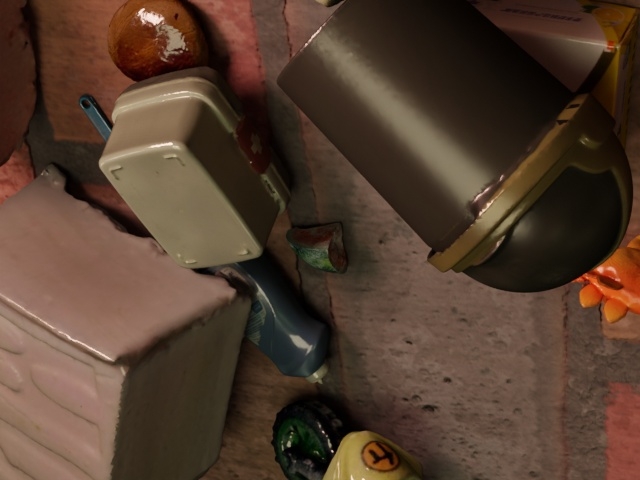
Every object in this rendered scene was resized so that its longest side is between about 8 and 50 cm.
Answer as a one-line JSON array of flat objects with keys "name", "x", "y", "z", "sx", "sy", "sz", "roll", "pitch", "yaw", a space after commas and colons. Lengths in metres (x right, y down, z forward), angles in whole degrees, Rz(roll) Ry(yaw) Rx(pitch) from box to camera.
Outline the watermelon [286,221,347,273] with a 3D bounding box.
[{"name": "watermelon", "x": 0.000, "y": 0.000, "z": 1.743, "sx": 0.085, "sy": 0.085, "sz": 0.061, "roll": 39, "pitch": 89, "yaw": -4}]

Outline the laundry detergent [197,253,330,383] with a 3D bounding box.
[{"name": "laundry detergent", "x": -0.058, "y": 0.095, "z": 1.816, "sx": 0.097, "sy": 0.061, "sz": 0.206, "roll": -32, "pitch": 105, "yaw": 35}]

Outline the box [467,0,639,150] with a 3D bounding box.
[{"name": "box", "x": 0.175, "y": -0.161, "z": 1.512, "sx": 0.265, "sy": 0.097, "sz": 0.168, "roll": 13, "pitch": 126, "yaw": 17}]

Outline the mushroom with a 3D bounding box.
[{"name": "mushroom", "x": -0.180, "y": -0.215, "z": 1.670, "sx": 0.123, "sy": 0.052, "sz": 0.123, "roll": 12, "pitch": 123, "yaw": 19}]

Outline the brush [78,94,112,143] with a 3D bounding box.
[{"name": "brush", "x": -0.237, "y": -0.103, "z": 1.795, "sx": 0.051, "sy": 0.014, "sz": 0.164, "roll": -23, "pitch": 109, "yaw": 33}]

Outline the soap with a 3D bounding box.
[{"name": "soap", "x": -0.303, "y": 0.182, "z": 1.855, "sx": 0.350, "sy": 0.213, "sz": 0.435, "roll": 29, "pitch": 132, "yaw": 21}]

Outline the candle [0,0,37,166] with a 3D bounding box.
[{"name": "candle", "x": -0.439, "y": -0.205, "z": 1.653, "sx": 0.131, "sy": 0.287, "sz": 0.317, "roll": 15, "pitch": 130, "yaw": 21}]

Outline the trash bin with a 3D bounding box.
[{"name": "trash bin", "x": 0.137, "y": -0.091, "z": 1.379, "sx": 0.334, "sy": 0.214, "sz": 0.214, "roll": 45, "pitch": 129, "yaw": -3}]

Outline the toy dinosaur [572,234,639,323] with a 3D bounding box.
[{"name": "toy dinosaur", "x": 0.323, "y": 0.044, "z": 1.572, "sx": 0.288, "sy": 0.117, "sz": 0.070, "roll": 13, "pitch": 127, "yaw": 13}]

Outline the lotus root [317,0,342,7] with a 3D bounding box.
[{"name": "lotus root", "x": 0.010, "y": -0.335, "z": 1.425, "sx": 0.235, "sy": 0.138, "sz": 0.119, "roll": 59, "pitch": 139, "yaw": 24}]

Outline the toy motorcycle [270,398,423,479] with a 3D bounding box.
[{"name": "toy motorcycle", "x": 0.061, "y": 0.391, "z": 1.856, "sx": 0.237, "sy": 0.169, "sz": 0.410, "roll": -10, "pitch": 99, "yaw": 59}]

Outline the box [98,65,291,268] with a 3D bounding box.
[{"name": "box", "x": -0.138, "y": -0.077, "z": 1.666, "sx": 0.148, "sy": 0.129, "sz": 0.210, "roll": -10, "pitch": 134, "yaw": 30}]
